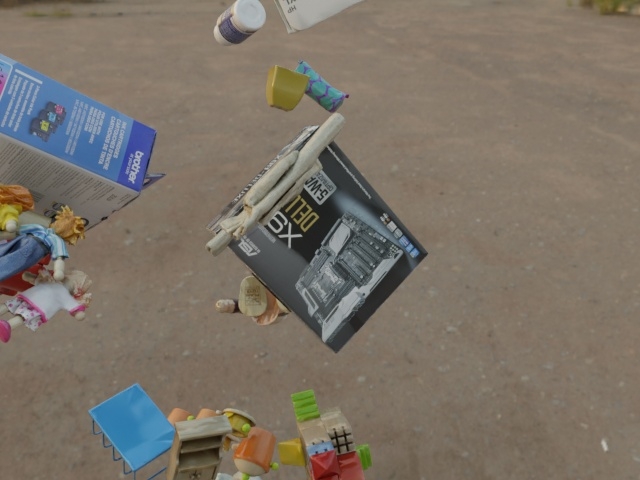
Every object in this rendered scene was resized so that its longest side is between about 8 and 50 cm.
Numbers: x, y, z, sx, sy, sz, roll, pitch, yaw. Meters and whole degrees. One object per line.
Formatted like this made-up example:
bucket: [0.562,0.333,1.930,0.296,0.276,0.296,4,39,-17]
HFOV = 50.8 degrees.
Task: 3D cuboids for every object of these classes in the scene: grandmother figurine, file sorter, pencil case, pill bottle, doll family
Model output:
grandmother figurine: [-0.110,0.131,1.386,0.208,0.104,0.342,3,-10,-1]
file sorter: [-0.394,0.419,1.438,0.118,0.104,0.170,-28,57,-37]
pencil case: [-0.006,-0.393,1.728,0.152,0.064,0.070,40,68,5]
pill bottle: [-0.163,-0.426,1.325,0.067,0.067,0.120,-16,3,-33]
doll family: [-0.396,0.002,0.859,0.263,0.118,0.163,30,40,21]

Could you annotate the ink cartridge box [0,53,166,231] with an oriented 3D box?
ink cartridge box: [-0.489,-0.154,1.236,0.395,0.151,0.270,27,-30,-32]

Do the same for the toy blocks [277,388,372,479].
toy blocks: [0.037,0.507,1.315,0.191,0.381,0.261,-12,4,-8]

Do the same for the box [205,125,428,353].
box: [0.000,0.000,1.134,0.242,0.307,0.076,-46,23,-10]

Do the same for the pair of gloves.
pair of gloves: [-0.059,-0.059,0.891,0.204,0.042,0.240,-44,3,-20]

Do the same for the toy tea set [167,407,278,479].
toy tea set: [-0.263,0.513,1.694,0.336,0.200,0.124,-11,45,41]

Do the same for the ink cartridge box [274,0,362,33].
ink cartridge box: [0.067,-0.401,0.916,0.223,0.129,0.307,-20,17,22]

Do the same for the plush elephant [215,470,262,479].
plush elephant: [-0.191,0.763,1.808,0.330,0.271,0.255,-19,-12,24]

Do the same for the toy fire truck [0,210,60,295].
toy fire truck: [-0.560,0.053,1.171,0.159,0.246,0.217,21,-8,-24]

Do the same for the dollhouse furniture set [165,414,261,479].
dollhouse furniture set: [-0.210,0.484,1.289,0.212,0.161,0.242,-1,36,-29]

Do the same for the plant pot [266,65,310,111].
plant pot: [-0.079,-0.335,1.510,0.082,0.083,0.081,13,3,-17]
